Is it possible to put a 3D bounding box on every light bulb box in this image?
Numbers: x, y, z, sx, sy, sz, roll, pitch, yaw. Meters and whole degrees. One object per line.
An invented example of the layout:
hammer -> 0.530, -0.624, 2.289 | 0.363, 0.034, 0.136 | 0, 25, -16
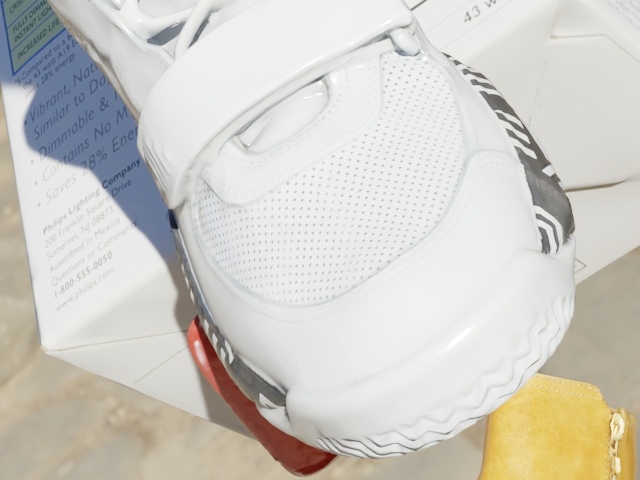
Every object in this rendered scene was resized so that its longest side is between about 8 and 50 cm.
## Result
light bulb box -> 0.009, -0.131, 1.102 | 0.358, 0.225, 0.361 | -33, 51, 24

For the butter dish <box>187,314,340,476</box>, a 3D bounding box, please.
butter dish -> 0.000, 0.000, 0.827 | 0.160, 0.160, 0.118 | -42, 55, -7

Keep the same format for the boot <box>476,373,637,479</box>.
boot -> 0.099, 0.179, 1.072 | 0.104, 0.295, 0.211 | -3, 82, 34

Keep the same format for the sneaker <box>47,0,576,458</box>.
sneaker -> -0.045, -0.087, 0.663 | 0.137, 0.210, 0.366 | -36, 36, 8
